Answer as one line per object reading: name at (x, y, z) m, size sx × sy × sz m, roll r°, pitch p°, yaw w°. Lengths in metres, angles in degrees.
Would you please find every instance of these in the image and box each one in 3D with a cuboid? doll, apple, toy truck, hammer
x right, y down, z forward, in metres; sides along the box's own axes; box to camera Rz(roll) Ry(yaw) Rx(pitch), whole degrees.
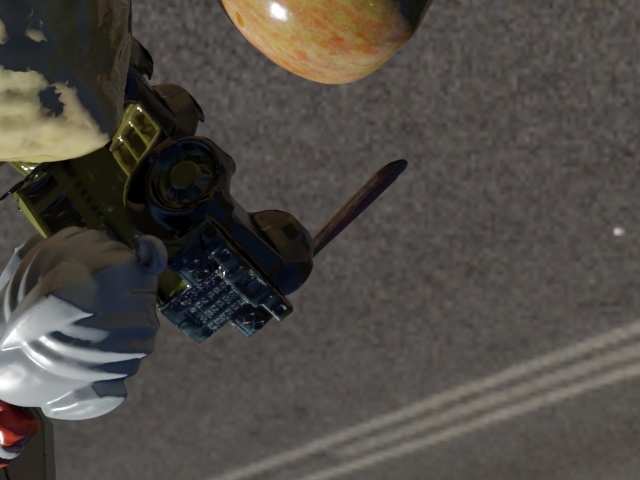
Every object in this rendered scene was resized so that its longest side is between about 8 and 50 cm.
doll at (-0.136, 0.053, 0.683) m, size 0.180 × 0.094 × 0.079 m, roll -39°, pitch 161°, yaw 18°
apple at (0.007, -0.221, 1.103) m, size 0.174 × 0.188 × 0.188 m, roll 36°, pitch 152°, yaw -12°
toy truck at (-0.120, -0.045, 0.808) m, size 0.127 × 0.257 × 0.127 m, roll -43°, pitch 147°, yaw -2°
hammer at (0.000, 0.000, 1.051) m, size 0.178 × 0.021 × 0.065 m, roll -46°, pitch 171°, yaw 17°

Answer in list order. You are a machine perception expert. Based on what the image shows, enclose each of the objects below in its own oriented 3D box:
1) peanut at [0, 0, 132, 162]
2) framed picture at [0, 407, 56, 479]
peanut at (-0.172, -0.152, 0.494) m, size 0.149 × 0.149 × 0.313 m, roll -17°, pitch 121°, yaw 44°
framed picture at (-0.299, 0.123, 1.226) m, size 0.018 × 0.231 × 0.293 m, roll -26°, pitch 120°, yaw 2°
